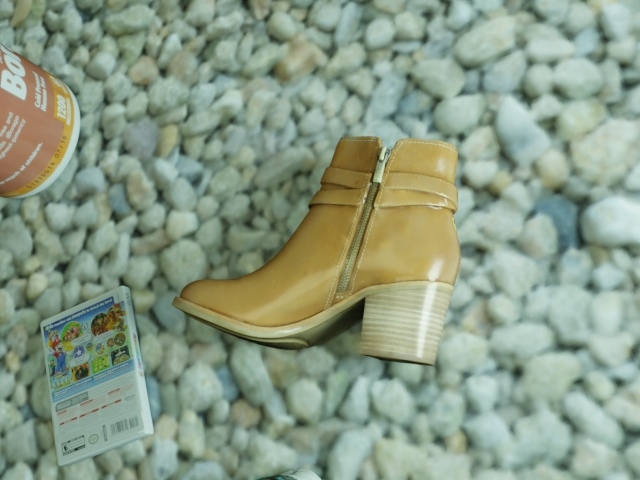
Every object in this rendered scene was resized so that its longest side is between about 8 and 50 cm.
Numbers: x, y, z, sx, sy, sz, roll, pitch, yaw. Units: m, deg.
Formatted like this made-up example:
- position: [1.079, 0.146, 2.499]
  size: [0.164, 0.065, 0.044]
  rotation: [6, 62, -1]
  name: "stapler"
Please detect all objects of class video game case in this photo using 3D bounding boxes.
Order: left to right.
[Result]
- position: [-0.179, 0.107, 0.685]
  size: [0.087, 0.011, 0.122]
  rotation: [-23, 66, 19]
  name: "video game case"

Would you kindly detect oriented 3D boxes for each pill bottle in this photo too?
- position: [-0.307, -0.120, 0.697]
  size: [0.121, 0.216, 0.121]
  rotation: [-7, 72, 24]
  name: "pill bottle"

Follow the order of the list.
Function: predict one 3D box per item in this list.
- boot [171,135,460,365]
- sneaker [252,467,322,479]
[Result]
- position: [0.000, 0.000, 0.599]
  size: [0.197, 0.073, 0.152]
  rotation: [6, 78, 15]
  name: "boot"
- position: [-0.076, 0.200, 0.570]
  size: [0.166, 0.076, 0.065]
  rotation: [-37, 62, 12]
  name: "sneaker"
